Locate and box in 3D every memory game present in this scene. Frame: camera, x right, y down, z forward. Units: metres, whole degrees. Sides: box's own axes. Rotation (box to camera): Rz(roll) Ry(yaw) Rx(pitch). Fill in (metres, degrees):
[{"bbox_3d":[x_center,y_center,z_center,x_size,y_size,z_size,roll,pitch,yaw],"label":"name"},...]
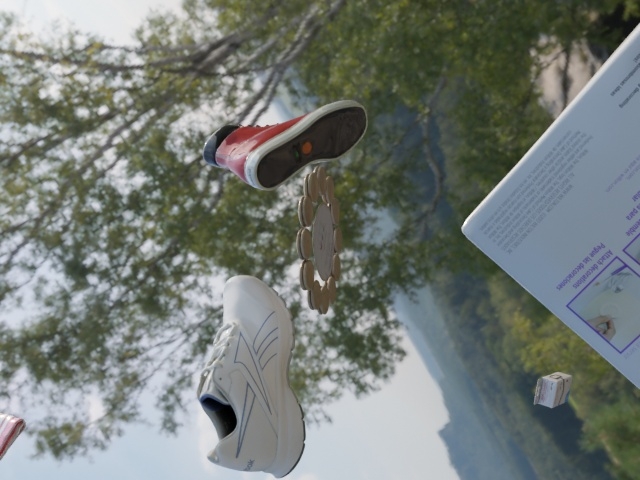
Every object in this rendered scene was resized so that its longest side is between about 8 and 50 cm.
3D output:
[{"bbox_3d":[0.000,0.000,0.968,0.186,0.012,0.186,-2,-90,-74],"label":"memory game"}]

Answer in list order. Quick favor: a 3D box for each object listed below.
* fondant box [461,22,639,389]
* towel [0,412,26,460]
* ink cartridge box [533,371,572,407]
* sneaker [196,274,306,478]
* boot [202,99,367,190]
[{"bbox_3d":[0.305,0.007,0.555,0.330,0.238,0.096,43,-159,9],"label":"fondant box"},{"bbox_3d":[-0.494,0.275,1.018,0.144,0.197,0.029,-59,-40,-38],"label":"towel"},{"bbox_3d":[0.400,0.258,1.339,0.028,0.048,0.083,14,-170,39],"label":"ink cartridge box"},{"bbox_3d":[-0.105,0.174,1.070,0.129,0.111,0.297,10,-129,-31],"label":"sneaker"},{"bbox_3d":[-0.059,-0.171,1.239,0.176,0.244,0.088,26,136,46],"label":"boot"}]
